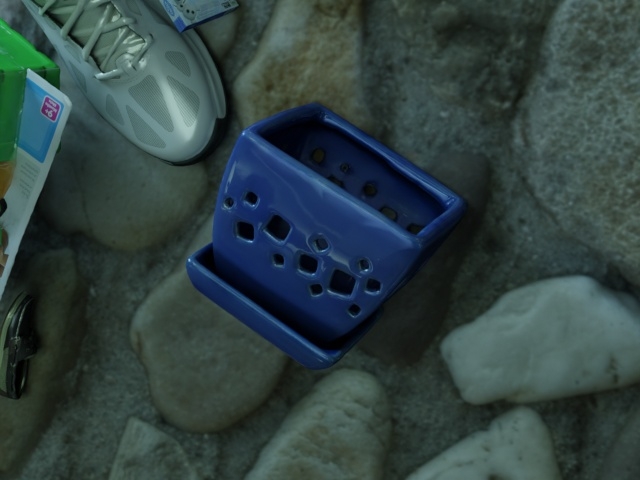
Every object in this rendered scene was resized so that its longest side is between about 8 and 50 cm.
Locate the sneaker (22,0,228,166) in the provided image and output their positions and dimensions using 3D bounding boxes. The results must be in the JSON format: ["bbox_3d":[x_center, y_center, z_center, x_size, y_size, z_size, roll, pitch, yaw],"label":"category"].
[{"bbox_3d":[-0.298,-0.265,1.397,0.169,0.257,0.447,-37,88,16],"label":"sneaker"}]

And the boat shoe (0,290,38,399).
[{"bbox_3d":[-0.396,0.140,1.587,0.049,0.056,0.152,22,112,6],"label":"boat shoe"}]

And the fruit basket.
[{"bbox_3d":[-0.463,-0.105,1.444,0.327,0.165,0.353,40,114,23],"label":"fruit basket"}]

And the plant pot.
[{"bbox_3d":[0.000,0.000,1.377,0.236,0.236,0.212,34,111,8],"label":"plant pot"}]

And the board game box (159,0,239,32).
[{"bbox_3d":[-0.157,-0.303,1.446,0.020,0.090,0.090,-33,88,50],"label":"board game box"}]
